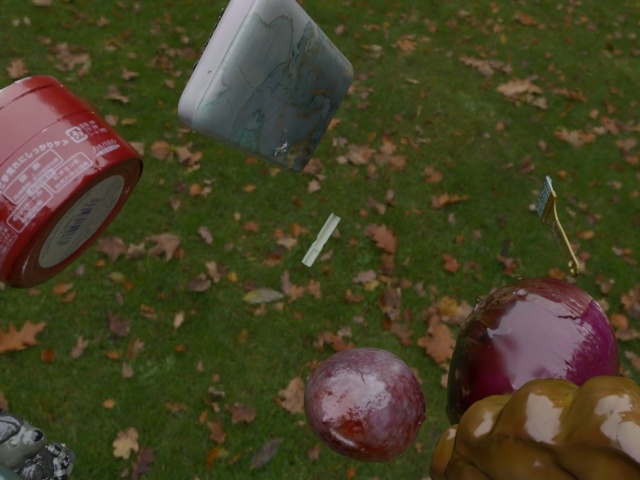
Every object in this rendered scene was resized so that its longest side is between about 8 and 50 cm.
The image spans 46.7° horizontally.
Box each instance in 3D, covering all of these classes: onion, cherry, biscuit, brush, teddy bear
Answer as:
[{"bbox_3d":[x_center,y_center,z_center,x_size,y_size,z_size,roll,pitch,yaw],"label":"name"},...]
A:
[{"bbox_3d":[0.412,0.256,1.295,0.385,0.347,0.348,31,43,22],"label":"onion"},{"bbox_3d":[0.062,0.262,1.171,0.250,0.175,0.192,7,51,-61],"label":"cherry"},{"bbox_3d":[0.233,0.200,0.493,0.326,0.325,0.107,26,55,15],"label":"biscuit"},{"bbox_3d":[0.423,-0.018,1.324,0.010,0.082,0.218,-1,46,-5],"label":"brush"},{"bbox_3d":[-0.613,0.445,1.498,0.144,0.251,0.171,-11,44,18],"label":"teddy bear"},{"bbox_3d":[0.000,0.000,1.044,0.016,0.013,0.083,34,81,-17],"label":"brush"}]

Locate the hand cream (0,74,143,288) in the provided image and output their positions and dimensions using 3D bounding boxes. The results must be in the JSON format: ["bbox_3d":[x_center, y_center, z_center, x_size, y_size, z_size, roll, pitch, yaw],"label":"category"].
[{"bbox_3d":[-0.331,-0.065,0.869,0.149,0.230,0.230,41,45,3],"label":"hand cream"}]

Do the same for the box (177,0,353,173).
[{"bbox_3d":[-0.041,-0.148,0.727,0.044,0.142,0.285,29,6,16],"label":"box"}]

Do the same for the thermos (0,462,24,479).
[{"bbox_3d":[-0.451,0.372,0.803,0.182,0.145,0.286,24,81,38],"label":"thermos"}]
